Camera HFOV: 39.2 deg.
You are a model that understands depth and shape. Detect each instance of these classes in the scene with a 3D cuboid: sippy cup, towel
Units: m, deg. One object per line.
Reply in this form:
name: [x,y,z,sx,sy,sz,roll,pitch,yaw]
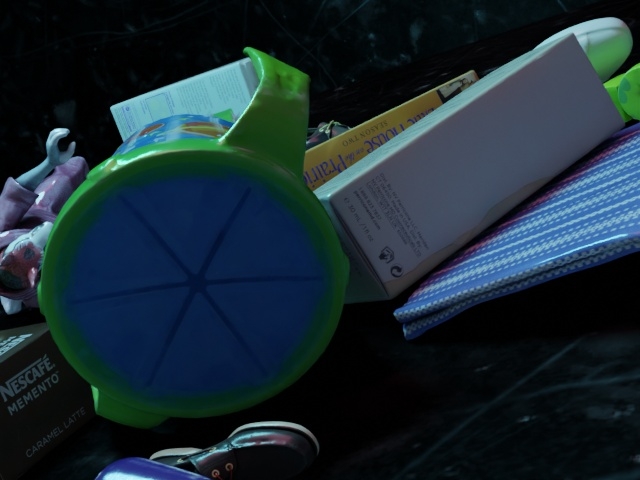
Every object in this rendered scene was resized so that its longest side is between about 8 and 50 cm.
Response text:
sippy cup: [-0.110,-0.004,0.782,0.306,0.240,0.224,-28,25,3]
towel: [0.230,-0.029,0.796,0.243,0.040,0.336,-26,9,41]

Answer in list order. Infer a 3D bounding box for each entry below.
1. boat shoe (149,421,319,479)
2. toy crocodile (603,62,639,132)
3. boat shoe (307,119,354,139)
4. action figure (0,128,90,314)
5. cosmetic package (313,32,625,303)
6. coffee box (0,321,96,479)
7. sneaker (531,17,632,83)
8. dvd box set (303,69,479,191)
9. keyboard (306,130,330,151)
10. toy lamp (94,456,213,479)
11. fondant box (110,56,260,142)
boat shoe: [-0.063,0.154,0.588,0.133,0.048,0.042,-18,19,19]
toy crocodile: [0.457,-0.172,1.012,0.341,0.105,0.115,-3,23,38]
boat shoe: [0.009,-0.197,1.766,0.228,0.068,0.081,-5,21,47]
action figure: [-0.402,-0.002,1.238,0.276,0.248,0.370,-21,11,2]
cosmetic package: [0.126,-0.068,0.888,0.309,0.113,0.160,-34,6,-19]
coffee box: [-0.348,0.160,0.853,0.247,0.098,0.141,-12,16,31]
sneaker: [0.280,-0.160,1.142,0.290,0.106,0.123,-34,44,17]
dvd box set: [0.005,-0.100,1.294,0.420,0.062,0.308,-30,3,-34]
keyboard: [-0.126,-0.085,1.419,0.317,0.033,0.201,-31,-1,-1]
toy lamp: [-0.175,0.182,0.575,0.275,0.080,0.080,-14,15,32]
fondant box: [-0.218,-0.193,1.719,0.330,0.238,0.096,-11,16,34]
